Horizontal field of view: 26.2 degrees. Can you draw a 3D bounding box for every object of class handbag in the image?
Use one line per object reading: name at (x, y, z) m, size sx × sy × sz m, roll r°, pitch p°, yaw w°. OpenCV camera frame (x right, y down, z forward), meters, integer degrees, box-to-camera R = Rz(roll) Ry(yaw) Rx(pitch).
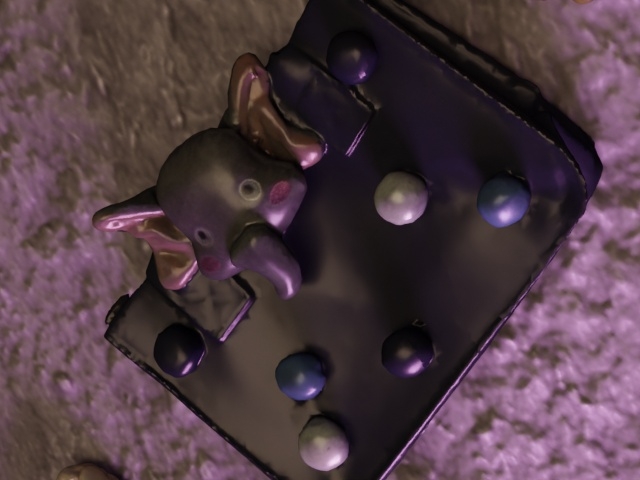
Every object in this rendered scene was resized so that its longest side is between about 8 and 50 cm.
handbag at (0.000, 0.000, 0.933) m, size 0.269 × 0.118 × 0.326 m, roll 35°, pitch 113°, yaw 6°

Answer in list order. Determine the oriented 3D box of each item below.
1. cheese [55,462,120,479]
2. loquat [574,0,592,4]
cheese at (-0.203, 0.271, 1.129) m, size 0.065 × 0.043 × 0.194 m, roll 21°, pitch 113°, yaw 11°
loquat at (0.101, -0.218, 0.806) m, size 0.172 × 0.149 × 0.204 m, roll -31°, pitch 109°, yaw 24°
